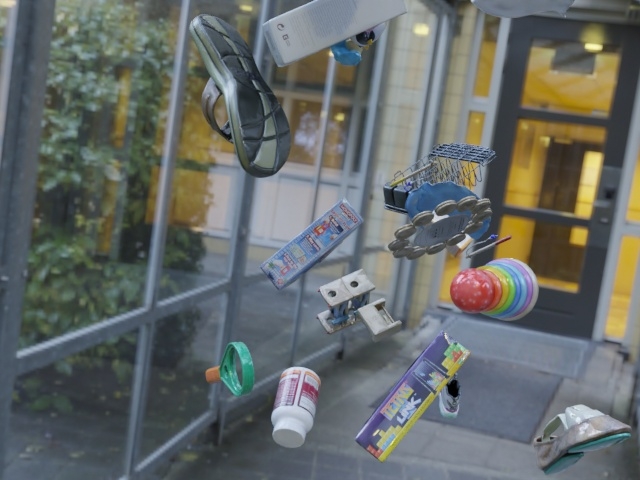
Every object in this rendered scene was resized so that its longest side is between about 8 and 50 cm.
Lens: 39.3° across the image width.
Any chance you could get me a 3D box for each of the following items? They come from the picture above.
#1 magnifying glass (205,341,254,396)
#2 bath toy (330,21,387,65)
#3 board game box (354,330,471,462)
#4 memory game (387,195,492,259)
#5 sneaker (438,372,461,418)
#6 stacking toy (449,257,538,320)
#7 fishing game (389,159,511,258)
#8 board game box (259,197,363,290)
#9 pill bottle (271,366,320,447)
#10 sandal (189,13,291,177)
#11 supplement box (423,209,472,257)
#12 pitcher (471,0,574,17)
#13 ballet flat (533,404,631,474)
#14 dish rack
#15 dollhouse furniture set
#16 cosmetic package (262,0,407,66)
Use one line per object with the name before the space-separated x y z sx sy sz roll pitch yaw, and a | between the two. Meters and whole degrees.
magnifying glass | -0.160 0.229 1.568 0.026 0.092 0.231 -6 -9 -25
bath toy | 0.078 -0.480 1.856 0.152 0.128 0.348 2 -11 -7
board game box | 0.113 0.196 1.130 0.048 0.170 0.141 39 -7 10
memory game | 0.196 -0.020 1.468 0.186 0.012 0.186 -18 -24 -9
sneaker | 0.220 0.247 1.528 0.038 0.069 0.098 2 34 -13
stacking toy | 0.351 0.103 1.886 0.141 0.141 0.330 11 3 28
fishing game | 0.277 -0.064 1.935 0.264 0.041 0.189 39 -41 -18
board game box | 0.000 0.000 1.677 0.060 0.194 0.194 51 14 4
pill bottle | -0.052 0.338 1.816 0.086 0.086 0.152 9 43 5
sandal | -0.131 -0.211 1.356 0.086 0.302 0.120 -39 -32 27
supplement box | 0.260 -0.017 1.841 0.098 0.036 0.062 45 -14 9
pitcher | 0.417 -0.515 1.794 0.207 0.125 0.178 6 -8 -4
ballet flat | 0.546 0.416 1.931 0.108 0.106 0.316 -1 -28 -22
dish rack | 0.306 -0.159 2.266 0.271 0.074 0.208 -37 34 -28
dollhouse furniture set | 0.089 0.194 2.184 0.129 0.129 0.183 -22 54 -19
cosmetic package | 0.022 -0.381 1.543 0.231 0.085 0.117 -23 13 -5
